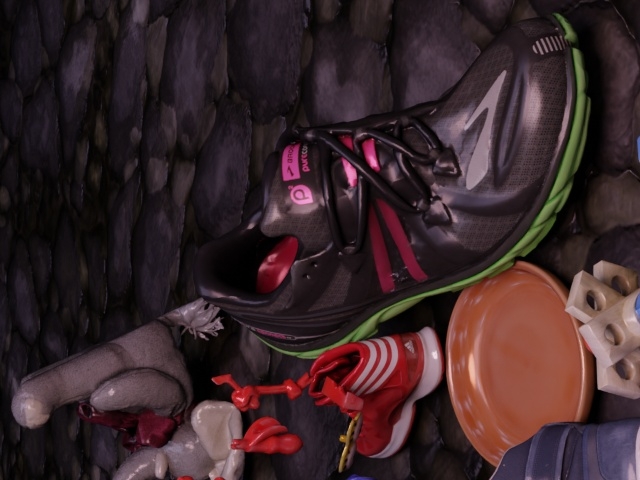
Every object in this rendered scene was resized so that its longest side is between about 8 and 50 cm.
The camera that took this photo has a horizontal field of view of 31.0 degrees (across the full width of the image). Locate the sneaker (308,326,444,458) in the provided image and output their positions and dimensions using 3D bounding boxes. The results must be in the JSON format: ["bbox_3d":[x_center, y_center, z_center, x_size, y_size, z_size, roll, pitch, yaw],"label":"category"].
[{"bbox_3d":[0.037,0.162,1.225,0.221,0.128,0.087,110,154,-46],"label":"sneaker"}]

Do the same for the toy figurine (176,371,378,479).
[{"bbox_3d":[-0.027,0.320,1.034,0.217,0.191,0.362,28,98,54],"label":"toy figurine"}]

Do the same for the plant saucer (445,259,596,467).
[{"bbox_3d":[0.190,0.117,1.084,0.200,0.037,0.199,-1,89,60],"label":"plant saucer"}]

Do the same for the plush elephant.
[{"bbox_3d":[-0.240,0.253,1.620,0.255,0.330,0.272,66,161,-2],"label":"plush elephant"}]

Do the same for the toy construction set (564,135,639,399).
[{"bbox_3d":[0.314,-0.015,0.788,0.328,0.151,0.215,-31,63,43],"label":"toy construction set"}]

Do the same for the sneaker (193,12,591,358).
[{"bbox_3d":[0.055,-0.037,1.095,0.483,0.202,0.185,-41,44,33],"label":"sneaker"}]

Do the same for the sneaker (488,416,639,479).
[{"bbox_3d":[0.219,0.257,0.946,0.163,0.086,0.226,-7,73,37],"label":"sneaker"}]
